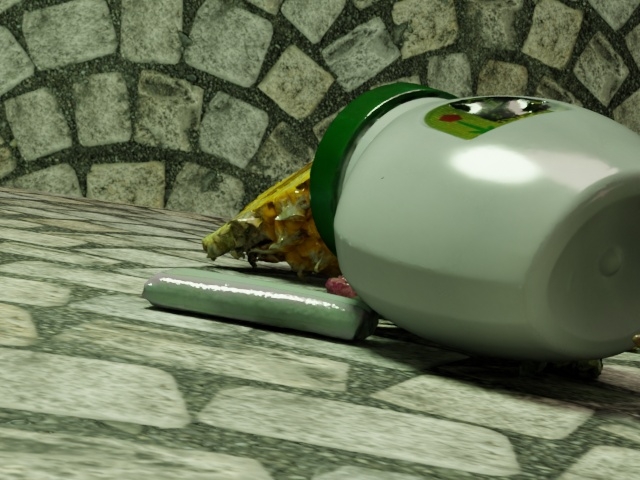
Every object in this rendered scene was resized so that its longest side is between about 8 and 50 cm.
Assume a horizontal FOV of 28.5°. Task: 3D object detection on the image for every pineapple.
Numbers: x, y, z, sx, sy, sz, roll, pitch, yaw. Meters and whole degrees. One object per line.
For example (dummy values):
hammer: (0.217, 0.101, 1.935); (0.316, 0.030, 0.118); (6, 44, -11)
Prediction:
pineapple: (-0.003, 0.002, 1.804); (0.209, 0.286, 0.344); (54, -11, -5)

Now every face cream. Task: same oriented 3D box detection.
face cream: (0.164, -0.020, 1.192); (0.312, 0.220, 0.357); (-19, 23, -26)

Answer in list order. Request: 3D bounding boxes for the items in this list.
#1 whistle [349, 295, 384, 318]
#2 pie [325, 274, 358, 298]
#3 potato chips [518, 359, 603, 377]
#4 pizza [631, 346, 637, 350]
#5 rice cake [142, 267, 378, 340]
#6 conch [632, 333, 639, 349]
whistle: (0.125, 0.066, 1.389); (0.235, 0.077, 0.114); (2, -15, -37)
pie: (0.078, 0.069, 1.511); (0.154, 0.036, 0.154); (9, 3, 0)
potato chips: (0.231, 0.112, 1.216); (0.091, 0.028, 0.207); (10, 4, 7)
pizza: (0.336, 0.106, 1.564); (0.178, 0.041, 0.131); (7, 5, -29)
rice cake: (-0.056, 0.061, 1.216); (0.221, 0.042, 0.080); (10, 2, 9)
conch: (0.331, 0.127, 0.856); (0.330, 0.093, 0.109); (30, -24, -24)
